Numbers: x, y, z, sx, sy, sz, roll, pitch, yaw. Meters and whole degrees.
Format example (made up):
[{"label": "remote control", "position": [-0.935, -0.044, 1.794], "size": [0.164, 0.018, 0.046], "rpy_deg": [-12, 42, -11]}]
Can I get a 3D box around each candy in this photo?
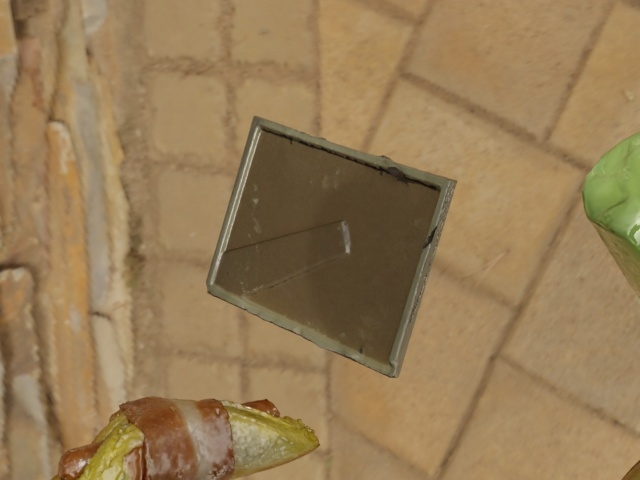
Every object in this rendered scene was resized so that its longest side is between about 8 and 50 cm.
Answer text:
[{"label": "candy", "position": [0.334, 0.027, 1.027], "size": [0.142, 0.343, 0.132], "rpy_deg": [-32, 50, 15]}]

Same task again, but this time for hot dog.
[{"label": "hot dog", "position": [-0.134, 0.177, 1.051], "size": [0.123, 0.262, 0.093], "rpy_deg": [-26, 78, 59]}]

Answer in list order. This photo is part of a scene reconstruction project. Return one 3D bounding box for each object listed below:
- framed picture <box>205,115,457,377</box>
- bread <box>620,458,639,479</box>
[{"label": "framed picture", "position": [0.000, 0.000, 1.256], "size": [0.281, 0.019, 0.209], "rpy_deg": [23, 100, 40]}, {"label": "bread", "position": [0.195, 0.184, 0.382], "size": [0.333, 0.333, 0.160], "rpy_deg": [27, 149, 16]}]
